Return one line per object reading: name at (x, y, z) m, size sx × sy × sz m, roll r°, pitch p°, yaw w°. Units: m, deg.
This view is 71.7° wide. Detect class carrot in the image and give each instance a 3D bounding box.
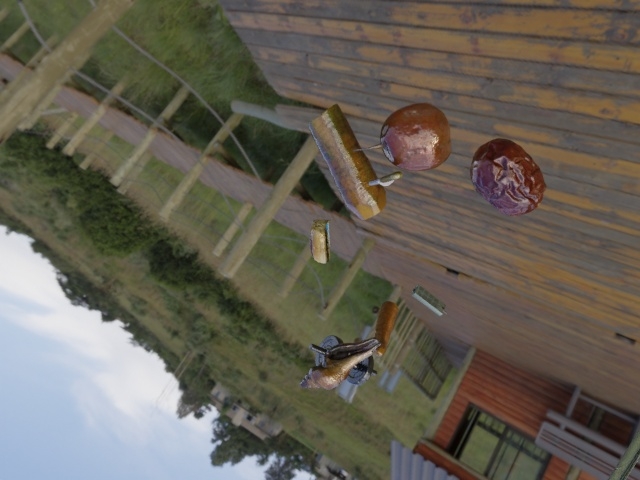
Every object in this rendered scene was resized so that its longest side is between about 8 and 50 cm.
carrot at (0.188, 0.268, 1.311) m, size 0.061 × 0.209 × 0.061 m, roll 9°, pitch 123°, yaw 14°
carrot at (0.072, -0.201, 1.169) m, size 0.301 × 0.114 × 0.114 m, roll 60°, pitch 159°, yaw -13°

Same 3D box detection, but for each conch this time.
conch at (0.048, 0.321, 1.162) m, size 0.086 × 0.233 × 0.080 m, roll 46°, pitch 176°, yaw 11°

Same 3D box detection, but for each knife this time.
knife at (0.136, -0.123, 0.903) m, size 0.256 × 0.046 × 0.021 m, roll -129°, pitch 18°, yaw -85°

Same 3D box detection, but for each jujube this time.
jujube at (0.532, -0.176, 1.264) m, size 0.251 × 0.174 × 0.174 m, roll 34°, pitch 167°, yaw -31°

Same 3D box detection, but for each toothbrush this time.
toothbrush at (0.609, 0.356, 0.826) m, size 0.026 × 0.294 × 0.028 m, roll 39°, pitch 151°, yaw 33°

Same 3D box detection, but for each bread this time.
bread at (0.000, 0.000, 1.097) m, size 0.053 × 0.072 × 0.105 m, roll -2°, pitch 124°, yaw 6°

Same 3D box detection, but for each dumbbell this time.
dumbbell at (0.091, 0.451, 1.660) m, size 0.326 × 0.143 × 0.143 m, roll 29°, pitch 170°, yaw -28°

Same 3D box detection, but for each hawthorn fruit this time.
hawthorn fruit at (0.192, -0.209, 0.926) m, size 0.149 × 0.189 × 0.149 m, roll 34°, pitch 138°, yaw 37°

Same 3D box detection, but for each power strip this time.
power strip at (0.361, 0.199, 1.452) m, size 0.136 × 0.051 × 0.019 m, roll 37°, pitch 133°, yaw 2°
